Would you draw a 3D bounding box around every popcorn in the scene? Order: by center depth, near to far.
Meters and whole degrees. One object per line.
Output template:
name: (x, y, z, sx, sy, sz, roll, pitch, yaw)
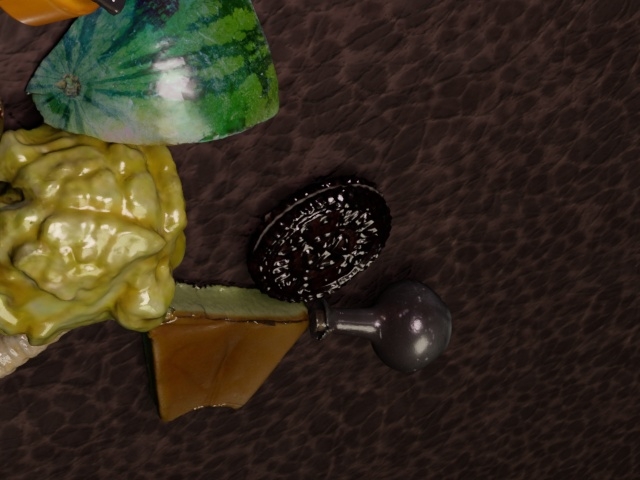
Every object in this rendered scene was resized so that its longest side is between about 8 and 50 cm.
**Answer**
popcorn: (-0.247, -0.009, 1.574, 0.256, 0.195, 0.255, -39, 136, 9)

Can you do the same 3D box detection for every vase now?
vase: (0.073, 0.107, 2.040, 0.183, 0.120, 0.120, 5, 134, -23)

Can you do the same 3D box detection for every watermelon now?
watermelon: (-0.154, -0.179, 1.511, 0.231, 0.128, 0.146, -11, 123, -24)

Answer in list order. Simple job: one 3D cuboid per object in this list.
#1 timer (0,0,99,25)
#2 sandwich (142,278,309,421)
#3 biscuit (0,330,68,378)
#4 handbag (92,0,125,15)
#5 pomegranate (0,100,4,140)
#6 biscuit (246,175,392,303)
timer: (-0.278, -0.228, 1.346, 0.152, 0.132, 0.132, -20, 151, 23)
sandwich: (-0.156, 0.144, 1.940, 0.245, 0.063, 0.212, 7, 132, -41)
biscuit: (-0.287, 0.074, 1.755, 0.219, 0.055, 0.061, -37, 140, 6)
handbag: (-0.217, -0.312, 1.223, 0.089, 0.211, 0.254, 0, 163, 35)
pomegranate: (-0.355, -0.111, 1.432, 0.142, 0.114, 0.114, -4, 144, 4)
biscuit: (0.000, 0.000, 1.887, 0.194, 0.053, 0.194, -21, 144, -16)
